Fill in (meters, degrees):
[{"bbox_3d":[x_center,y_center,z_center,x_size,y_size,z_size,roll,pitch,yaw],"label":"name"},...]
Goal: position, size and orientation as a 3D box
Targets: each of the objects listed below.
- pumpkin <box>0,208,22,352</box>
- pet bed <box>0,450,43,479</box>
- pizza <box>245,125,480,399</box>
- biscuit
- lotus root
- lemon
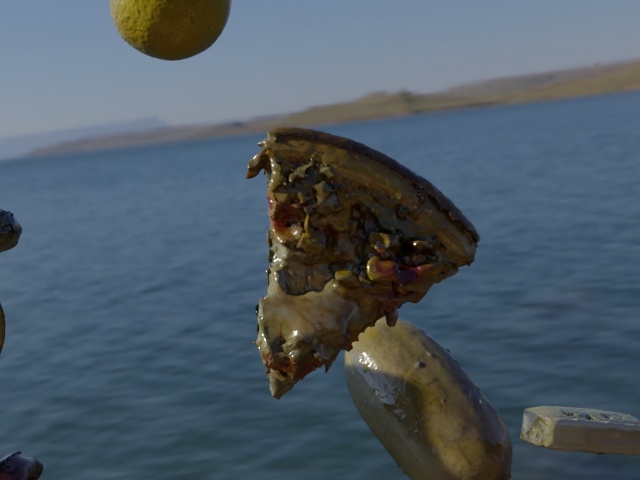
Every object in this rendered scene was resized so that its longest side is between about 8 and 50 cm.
[{"bbox_3d":[-0.375,0.007,1.078,0.222,0.317,0.139,-14,34,-23],"label":"pumpkin"},{"bbox_3d":[-0.394,0.344,1.429,0.053,0.201,0.201,23,9,4],"label":"pet bed"},{"bbox_3d":[0.000,0.000,1.284,0.288,0.251,0.074,-39,-1,-14],"label":"pizza"},{"bbox_3d":[0.329,0.232,1.435,0.188,0.052,0.056,8,4,-28],"label":"biscuit"},{"bbox_3d":[0.125,0.212,1.602,0.151,0.342,0.169,-39,-25,-7],"label":"lotus root"},{"bbox_3d":[-0.225,-0.366,1.797,0.187,0.187,0.244,-10,-18,-31],"label":"lemon"}]
